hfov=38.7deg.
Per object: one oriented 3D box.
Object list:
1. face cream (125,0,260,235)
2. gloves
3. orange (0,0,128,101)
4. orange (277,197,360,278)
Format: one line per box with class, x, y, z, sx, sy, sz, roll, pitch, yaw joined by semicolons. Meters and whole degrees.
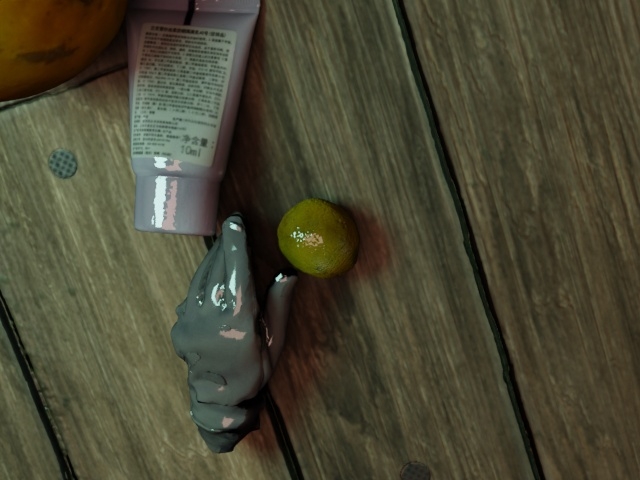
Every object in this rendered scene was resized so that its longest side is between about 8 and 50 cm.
face cream;-0.151;-0.144;0.996;0.154;0.096;0.274;5;92;10
gloves;-0.095;0.107;1.025;0.142;0.119;0.286;3;105;7
orange;-0.335;-0.284;0.873;0.312;0.312;0.312;2;104;8
orange;0.000;0.000;1.003;0.095;0.085;0.085;43;106;-11
